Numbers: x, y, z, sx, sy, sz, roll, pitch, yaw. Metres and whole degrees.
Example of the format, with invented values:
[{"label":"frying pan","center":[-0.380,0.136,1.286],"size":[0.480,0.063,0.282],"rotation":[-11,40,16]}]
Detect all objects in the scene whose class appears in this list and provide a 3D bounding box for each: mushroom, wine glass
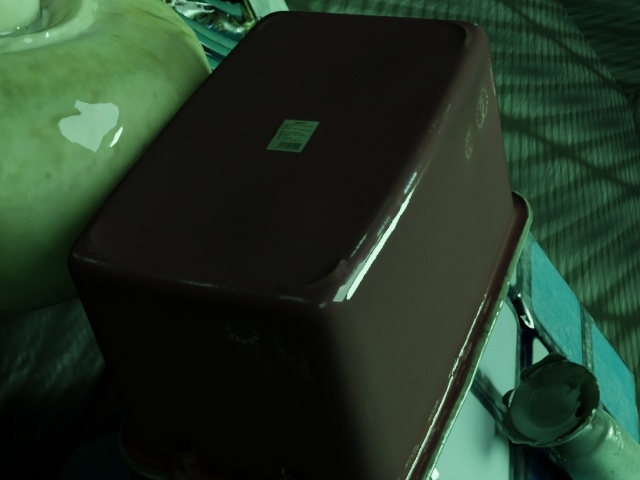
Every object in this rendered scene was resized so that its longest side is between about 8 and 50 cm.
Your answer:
[{"label":"mushroom","center":[-0.241,-0.083,0.648],"size":[0.356,0.315,0.315],"rotation":[21,49,-55]},{"label":"wine glass","center":[0.188,0.146,0.691],"size":[0.155,0.072,0.072],"rotation":[46,32,-31]}]

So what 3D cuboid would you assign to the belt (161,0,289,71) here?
[{"label":"belt","center":[-0.196,-0.243,0.994],"size":[0.436,0.173,0.300],"rotation":[28,41,-49]}]

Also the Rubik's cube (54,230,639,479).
[{"label":"Rubik's cube","center":[0.042,0.181,0.842],"size":[0.363,0.359,0.362],"rotation":[53,34,-27]}]

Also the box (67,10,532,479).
[{"label":"box","center":[0.000,0.000,0.599],"size":[0.167,0.193,0.294],"rotation":[78,31,-42]}]
